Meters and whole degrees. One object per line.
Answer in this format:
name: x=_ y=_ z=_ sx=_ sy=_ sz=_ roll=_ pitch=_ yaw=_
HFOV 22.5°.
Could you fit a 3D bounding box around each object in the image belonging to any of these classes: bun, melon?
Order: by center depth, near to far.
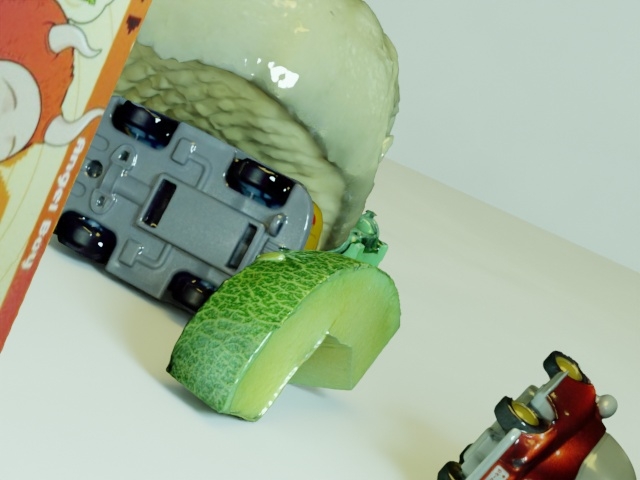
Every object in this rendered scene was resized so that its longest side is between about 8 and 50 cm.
melon: x=-0.015 y=0.059 z=1.065 sx=0.064 sy=0.118 sz=0.209 roll=24 pitch=3 yaw=27
bun: x=-0.084 y=-0.148 z=1.367 sx=0.364 sy=0.202 sz=0.364 roll=21 pitch=-25 yaw=10

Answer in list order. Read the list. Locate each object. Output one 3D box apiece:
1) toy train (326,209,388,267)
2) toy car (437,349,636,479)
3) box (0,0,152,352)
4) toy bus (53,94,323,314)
toy train: x=0.000 y=0.000 z=1.545 sx=0.149 sy=0.081 sz=0.099 roll=22 pitch=9 yaw=20
toy car: x=0.149 y=0.152 z=1.029 sx=0.112 sy=0.112 sz=0.139 roll=43 pitch=23 yaw=10
box: x=-0.244 y=-0.073 z=0.647 sx=0.259 sy=0.283 sz=0.214 roll=15 pitch=12 yaw=-47
toy bus: x=-0.098 y=-0.017 z=1.231 sx=0.209 sy=0.126 sz=0.136 roll=27 pitch=1 yaw=17
